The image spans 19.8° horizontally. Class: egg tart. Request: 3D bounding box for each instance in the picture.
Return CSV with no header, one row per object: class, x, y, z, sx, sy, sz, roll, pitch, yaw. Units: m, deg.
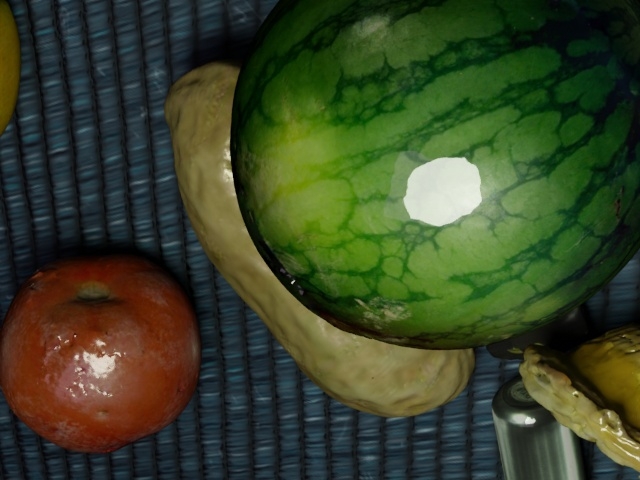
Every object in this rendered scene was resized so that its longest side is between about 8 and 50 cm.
egg tart,0.299,0.158,1.589,0.288,0.288,0.118,36,97,2

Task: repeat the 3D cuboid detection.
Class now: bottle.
bottle,0.228,0.247,1.779,0.096,0.079,0.253,1,123,22

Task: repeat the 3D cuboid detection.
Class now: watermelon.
watermelon,0.103,-0.088,1.428,0.363,0.363,0.363,15,129,20

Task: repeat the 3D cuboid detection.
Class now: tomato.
tomato,-0.223,0.118,1.855,0.208,0.208,0.184,15,131,20

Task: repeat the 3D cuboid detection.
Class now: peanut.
peanut,0.000,0.000,1.658,0.387,0.169,0.192,50,148,-10

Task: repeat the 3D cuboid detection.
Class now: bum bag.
bum bag,0.175,0.013,1.647,0.107,0.060,0.232,-5,123,22

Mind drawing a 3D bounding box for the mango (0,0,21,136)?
mango,-0.428,-0.149,1.803,0.317,0.173,0.211,-15,109,23
